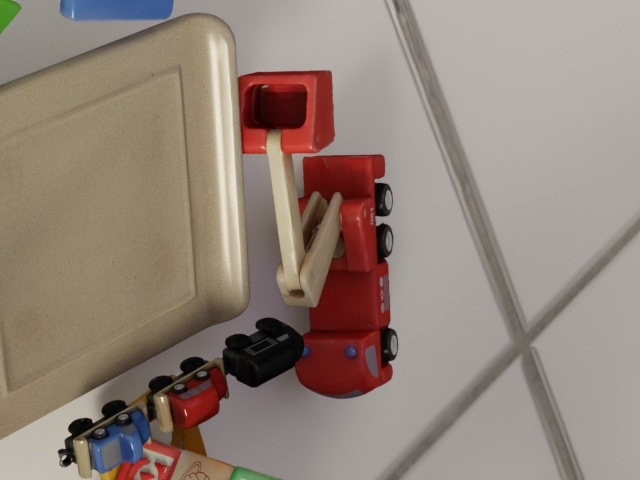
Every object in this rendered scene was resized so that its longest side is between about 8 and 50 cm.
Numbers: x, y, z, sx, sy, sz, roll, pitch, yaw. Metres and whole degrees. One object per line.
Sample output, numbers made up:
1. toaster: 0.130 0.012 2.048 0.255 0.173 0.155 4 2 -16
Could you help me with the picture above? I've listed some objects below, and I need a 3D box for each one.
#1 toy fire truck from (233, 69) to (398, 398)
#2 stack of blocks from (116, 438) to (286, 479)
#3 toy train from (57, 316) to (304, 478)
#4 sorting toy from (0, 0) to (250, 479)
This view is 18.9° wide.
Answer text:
1. toy fire truck: 0.000 0.000 1.076 0.135 0.047 0.192 -18 107 -70
2. stack of blocks: -0.067 0.262 0.953 0.087 0.171 0.297 31 75 -42
3. toy train: -0.069 0.083 1.006 0.158 0.036 0.027 -28 126 -35
4. sorting toy: -0.126 -0.008 0.970 0.196 0.047 0.347 -25 124 -37
